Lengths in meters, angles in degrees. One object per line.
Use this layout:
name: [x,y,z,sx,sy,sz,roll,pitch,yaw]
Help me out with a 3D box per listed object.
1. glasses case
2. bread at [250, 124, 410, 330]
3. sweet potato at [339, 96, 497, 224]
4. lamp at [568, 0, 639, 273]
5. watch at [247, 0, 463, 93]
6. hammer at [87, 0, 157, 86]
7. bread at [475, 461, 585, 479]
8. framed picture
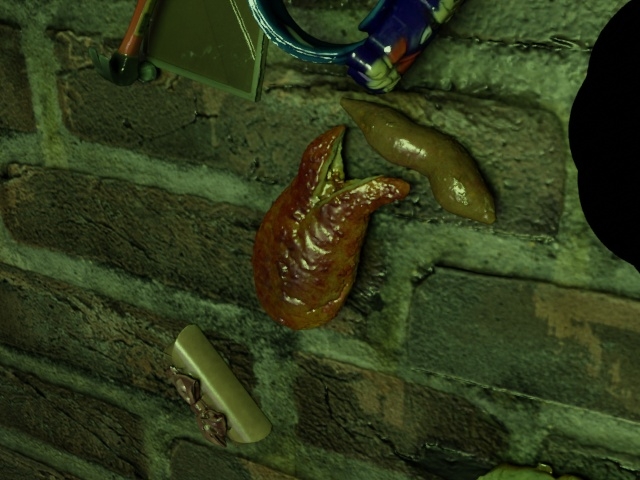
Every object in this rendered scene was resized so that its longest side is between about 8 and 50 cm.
glasses case: [-0.172,0.229,1.154,0.102,0.070,0.193,-36,91,38]
bread: [-0.008,-0.003,0.936,0.139,0.095,0.269,37,130,14]
sweet potato: [0.108,-0.095,0.851,0.218,0.065,0.051,42,159,19]
lamp: [0.346,-0.087,0.604,0.305,0.239,0.306,-26,57,49]
watch: [0.034,-0.252,0.751,0.200,0.171,0.196,37,101,2]
hammer: [-0.184,-0.301,0.898,0.033,0.111,0.288,36,116,13]
bread: [0.294,0.395,0.859,0.278,0.225,0.250,-3,111,27]
framed picture: [-0.132,-0.304,0.923,0.184,0.016,0.250,22,121,20]
